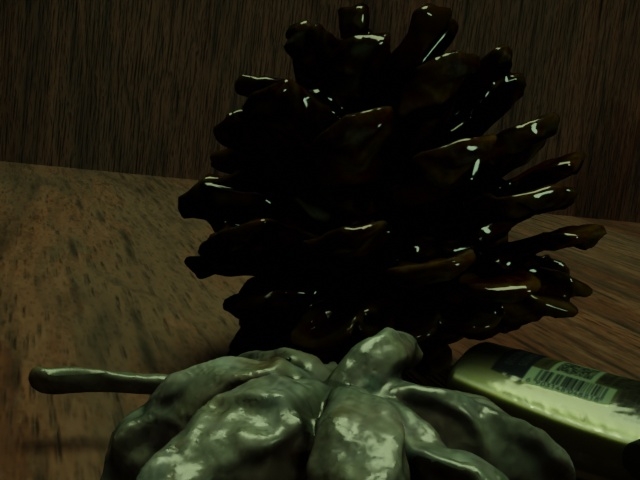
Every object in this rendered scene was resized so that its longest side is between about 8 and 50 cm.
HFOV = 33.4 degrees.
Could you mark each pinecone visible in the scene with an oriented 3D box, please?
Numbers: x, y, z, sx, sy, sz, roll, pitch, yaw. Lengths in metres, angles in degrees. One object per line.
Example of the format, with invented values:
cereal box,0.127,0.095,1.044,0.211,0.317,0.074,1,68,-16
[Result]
pinecone,0.058,-0.041,1.005,0.397,0.398,0.398,7,8,-1

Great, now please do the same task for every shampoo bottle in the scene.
shampoo bottle,0.270,0.157,0.812,0.350,0.084,0.125,12,14,28

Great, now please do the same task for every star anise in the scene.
star anise,-0.015,0.118,0.648,0.359,0.139,0.316,6,2,-7

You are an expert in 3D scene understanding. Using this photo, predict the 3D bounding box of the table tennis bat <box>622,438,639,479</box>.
table tennis bat,0.300,0.118,0.764,0.236,0.027,0.150,-18,29,-35
